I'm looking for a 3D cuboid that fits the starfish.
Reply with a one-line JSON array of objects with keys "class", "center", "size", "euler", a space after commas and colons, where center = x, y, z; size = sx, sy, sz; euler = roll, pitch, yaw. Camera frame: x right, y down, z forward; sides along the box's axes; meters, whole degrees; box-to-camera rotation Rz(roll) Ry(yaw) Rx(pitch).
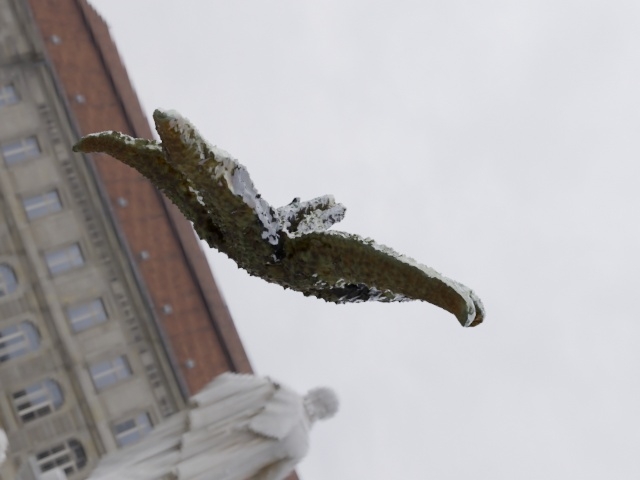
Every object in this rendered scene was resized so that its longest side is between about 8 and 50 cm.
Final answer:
[{"class": "starfish", "center": [0.000, 0.000, 0.446], "size": [0.176, 0.208, 0.053], "euler": [21, -90, 50]}]
